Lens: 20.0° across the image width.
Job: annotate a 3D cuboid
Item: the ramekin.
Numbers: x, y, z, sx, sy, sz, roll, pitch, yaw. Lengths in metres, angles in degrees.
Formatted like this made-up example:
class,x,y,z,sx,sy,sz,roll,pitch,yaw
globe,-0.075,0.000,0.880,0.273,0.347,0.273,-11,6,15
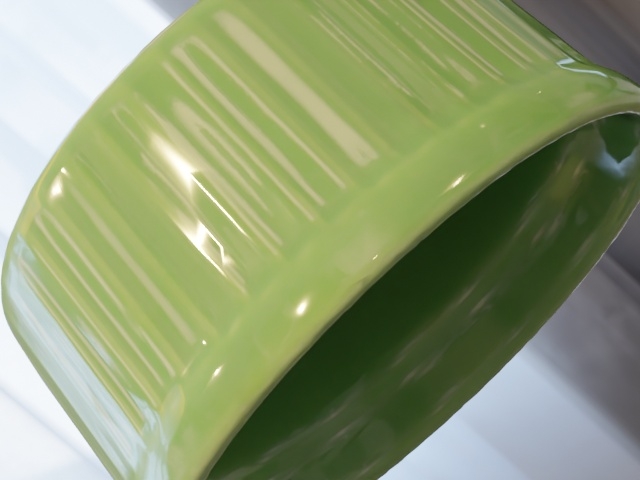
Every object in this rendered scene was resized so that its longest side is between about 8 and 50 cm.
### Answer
class,x,y,z,sx,sy,sz,roll,pitch,yaw
ramekin,0.000,0.000,0.835,0.303,0.148,0.303,-38,-19,-16
